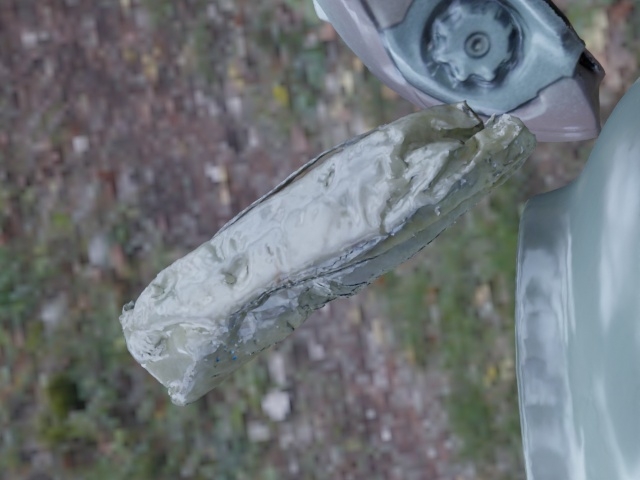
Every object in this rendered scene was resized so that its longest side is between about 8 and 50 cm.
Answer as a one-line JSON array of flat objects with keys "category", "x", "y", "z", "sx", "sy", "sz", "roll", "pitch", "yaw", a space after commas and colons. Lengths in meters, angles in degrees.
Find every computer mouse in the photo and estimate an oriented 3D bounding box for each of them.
[{"category": "computer mouse", "x": 0.031, "y": -0.188, "z": 1.242, "sx": 0.389, "sy": 0.115, "sz": 0.199, "roll": 43, "pitch": -176, "yaw": -9}]

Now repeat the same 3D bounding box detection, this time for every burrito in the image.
[{"category": "burrito", "x": 0.001, "y": 0.002, "z": 0.937, "sx": 0.058, "sy": 0.229, "sz": 0.063, "roll": 31, "pitch": -152, "yaw": -54}]

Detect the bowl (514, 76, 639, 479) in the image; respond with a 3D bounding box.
[{"category": "bowl", "x": 0.191, "y": 0.058, "z": 0.876, "sx": 0.354, "sy": 0.185, "sz": 0.354, "roll": -4, "pitch": -90, "yaw": -77}]
